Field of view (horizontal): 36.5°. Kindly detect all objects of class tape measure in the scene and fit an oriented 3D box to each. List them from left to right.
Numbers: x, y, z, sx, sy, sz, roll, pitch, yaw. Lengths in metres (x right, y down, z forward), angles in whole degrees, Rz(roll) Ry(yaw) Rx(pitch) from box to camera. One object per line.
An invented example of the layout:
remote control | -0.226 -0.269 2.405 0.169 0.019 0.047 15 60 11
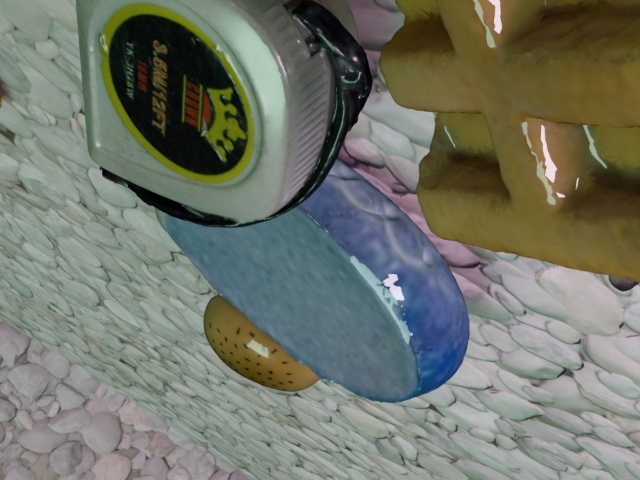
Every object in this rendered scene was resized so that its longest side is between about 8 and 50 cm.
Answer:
tape measure | -0.066 -0.103 0.682 0.207 0.115 0.235 28 139 17

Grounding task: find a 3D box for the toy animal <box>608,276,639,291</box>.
toy animal | 0.208 -0.026 0.551 0.255 0.089 0.170 27 152 10

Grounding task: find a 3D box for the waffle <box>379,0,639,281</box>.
waffle | 0.093 -0.124 0.303 0.304 0.077 0.348 17 140 58

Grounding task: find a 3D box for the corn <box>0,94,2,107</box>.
corn | -0.442 -0.202 1.072 0.203 0.072 0.072 45 155 -22

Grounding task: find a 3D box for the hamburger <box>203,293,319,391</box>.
hamburger | -0.046 0.082 1.023 0.175 0.137 0.175 29 154 16

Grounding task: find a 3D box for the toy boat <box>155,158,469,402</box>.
toy boat | 0.000 0.000 0.866 0.330 0.123 0.215 38 144 12
